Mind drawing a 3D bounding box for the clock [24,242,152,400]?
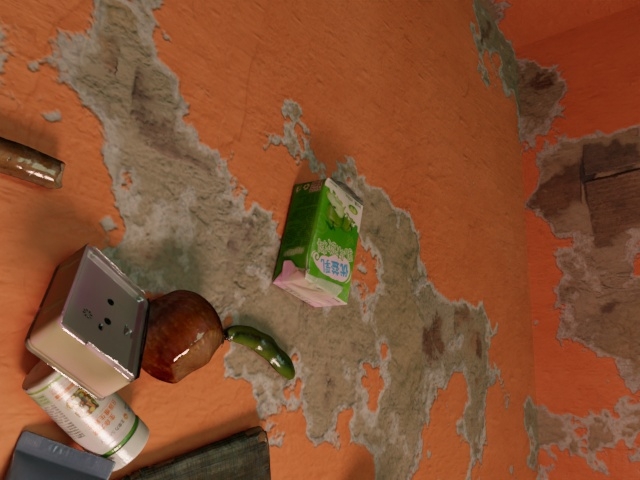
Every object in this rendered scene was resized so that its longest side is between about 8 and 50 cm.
[{"bbox_3d":[-0.325,0.111,0.808,0.147,0.071,0.192,52,10,-31],"label":"clock"}]

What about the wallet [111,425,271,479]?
[{"bbox_3d":[-0.207,0.446,0.972,0.317,0.044,0.169,-1,84,-50],"label":"wallet"}]

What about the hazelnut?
[{"bbox_3d":[-0.240,0.155,0.934,0.154,0.143,0.143,-37,112,-30],"label":"hazelnut"}]

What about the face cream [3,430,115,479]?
[{"bbox_3d":[-0.404,0.447,0.694,0.135,0.086,0.385,23,58,-9],"label":"face cream"}]

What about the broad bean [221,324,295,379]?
[{"bbox_3d":[-0.123,0.221,1.135,0.227,0.039,0.069,36,49,-40],"label":"broad bean"}]

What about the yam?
[{"bbox_3d":[-0.468,-0.128,0.773,0.241,0.056,0.057,24,64,-46],"label":"yam"}]

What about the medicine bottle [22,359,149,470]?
[{"bbox_3d":[-0.340,0.246,0.821,0.183,0.086,0.086,58,43,-24],"label":"medicine bottle"}]

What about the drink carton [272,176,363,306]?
[{"bbox_3d":[0.000,0.000,1.281,0.161,0.108,0.271,35,56,-42],"label":"drink carton"}]
